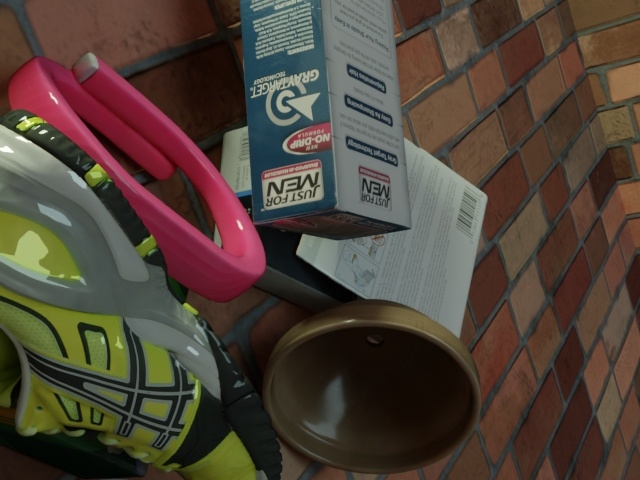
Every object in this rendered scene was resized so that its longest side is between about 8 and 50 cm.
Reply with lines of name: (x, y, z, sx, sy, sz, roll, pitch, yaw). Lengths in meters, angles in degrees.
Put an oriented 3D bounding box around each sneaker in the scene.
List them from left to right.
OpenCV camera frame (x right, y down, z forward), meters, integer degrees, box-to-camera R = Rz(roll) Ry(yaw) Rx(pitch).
sneaker: (-0.158, 0.088, 0.693, 0.147, 0.145, 0.384, -42, 126, -17)

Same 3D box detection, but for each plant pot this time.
plant pot: (0.058, 0.144, 1.057, 0.237, 0.237, 0.109, 58, 22, -30)

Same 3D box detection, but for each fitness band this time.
fitness band: (-0.152, -0.057, 0.843, 0.291, 0.054, 0.209, 40, 15, -45)

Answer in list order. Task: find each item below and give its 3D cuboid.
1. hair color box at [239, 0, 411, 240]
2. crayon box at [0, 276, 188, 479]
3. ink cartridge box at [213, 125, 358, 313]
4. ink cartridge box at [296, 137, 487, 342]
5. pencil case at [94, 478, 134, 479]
hair color box: (0.004, -0.183, 1.013, 0.174, 0.105, 0.347, 11, 72, -58)
crayon box: (-0.246, 0.041, 0.737, 0.323, 0.083, 0.203, 41, 48, -44)
ink cartridge box: (0.000, 0.000, 1.154, 0.333, 0.065, 0.165, 29, 56, -52)
ink cartridge box: (0.086, -0.009, 1.180, 0.239, 0.060, 0.275, 33, 50, -17)
pencil case: (-0.157, 0.311, 0.676, 0.113, 0.124, 0.273, -129, -135, -71)
